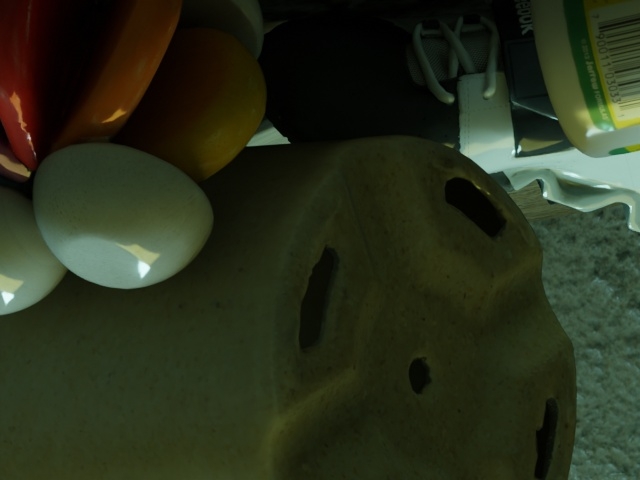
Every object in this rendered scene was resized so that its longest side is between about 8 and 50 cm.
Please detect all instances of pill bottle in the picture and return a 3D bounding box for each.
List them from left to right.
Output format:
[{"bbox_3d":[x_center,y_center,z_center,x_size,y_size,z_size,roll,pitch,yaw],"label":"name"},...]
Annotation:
[{"bbox_3d":[0.214,-0.113,0.748,0.208,0.117,0.117,-11,176,23],"label":"pill bottle"}]

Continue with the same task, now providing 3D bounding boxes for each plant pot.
[{"bbox_3d":[-0.052,0.082,0.816,0.305,0.334,0.334,-10,176,42],"label":"plant pot"}]

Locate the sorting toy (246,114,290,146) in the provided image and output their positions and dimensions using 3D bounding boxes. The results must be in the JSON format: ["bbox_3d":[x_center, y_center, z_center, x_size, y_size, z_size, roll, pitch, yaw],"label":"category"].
[{"bbox_3d":[-0.080,-0.054,1.116,0.196,0.047,0.348,-21,171,-31],"label":"sorting toy"}]

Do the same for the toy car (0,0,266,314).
[{"bbox_3d":[-0.120,-0.065,0.678,0.182,0.159,0.136,-11,141,31],"label":"toy car"}]

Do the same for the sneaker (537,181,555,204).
[{"bbox_3d":[0.269,-0.079,1.523,0.081,0.090,0.232,-13,174,40],"label":"sneaker"}]

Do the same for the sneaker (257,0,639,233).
[{"bbox_3d":[0.126,-0.098,0.895,0.330,0.122,0.146,6,142,-23],"label":"sneaker"}]
